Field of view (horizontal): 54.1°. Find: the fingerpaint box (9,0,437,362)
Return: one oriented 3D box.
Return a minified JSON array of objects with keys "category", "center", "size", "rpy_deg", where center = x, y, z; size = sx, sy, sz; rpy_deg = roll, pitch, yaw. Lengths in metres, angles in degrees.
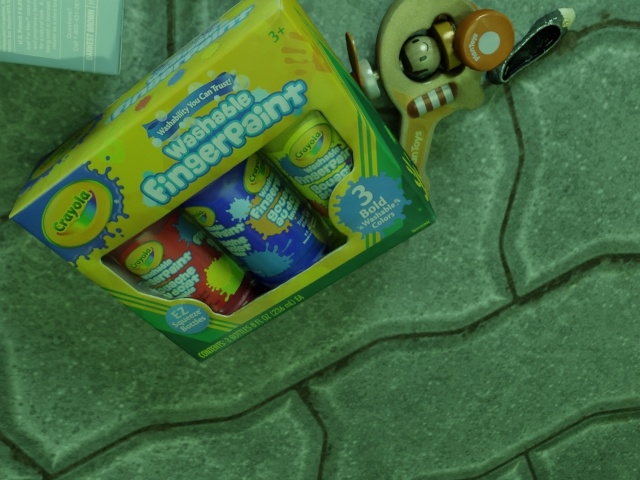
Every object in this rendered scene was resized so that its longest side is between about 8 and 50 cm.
[{"category":"fingerpaint box","center":[-0.124,-0.070,0.888],"size":[0.445,0.163,0.371],"rpy_deg":[-32,124,16]}]

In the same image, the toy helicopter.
[{"category":"toy helicopter","center":[0.136,-0.204,0.972],"size":[0.235,0.140,0.355],"rpy_deg":[-1,119,-13]}]

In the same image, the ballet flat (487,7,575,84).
[{"category":"ballet flat","center":[0.352,-0.315,1.032],"size":[0.173,0.049,0.057],"rpy_deg":[-41,124,6]}]

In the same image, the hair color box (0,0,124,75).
[{"category":"hair color box","center":[-0.419,-0.285,0.706],"size":[0.374,0.185,0.114],"rpy_deg":[2,118,-20]}]
